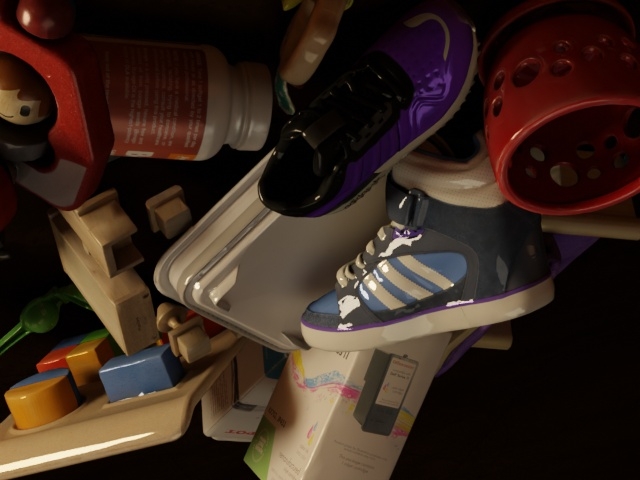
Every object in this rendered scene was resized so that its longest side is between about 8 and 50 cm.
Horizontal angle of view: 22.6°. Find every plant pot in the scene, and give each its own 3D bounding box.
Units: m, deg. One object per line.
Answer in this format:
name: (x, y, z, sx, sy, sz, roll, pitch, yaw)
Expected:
plant pot: (0.252, -0.147, 1.632, 0.191, 0.174, 0.191, -9, 146, -6)

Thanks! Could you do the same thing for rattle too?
rattle: (-0.054, -0.209, 1.555, 0.142, 0.130, 0.199, 6, 166, -18)

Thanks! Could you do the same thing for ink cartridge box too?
ink cartridge box: (0.045, 0.168, 2.044, 0.119, 0.354, 0.207, 23, -178, -22)
ink cartridge box: (-0.017, 0.182, 2.311, 0.223, 0.129, 0.307, 7, 151, -25)

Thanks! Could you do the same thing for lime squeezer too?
lime squeezer: (-0.346, 0.114, 2.129, 0.310, 0.110, 0.059, -15, 166, 20)

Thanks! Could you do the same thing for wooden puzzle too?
wooden puzzle: (-0.271, 0.174, 2.110, 0.322, 0.348, 0.081, -15, 108, 20)

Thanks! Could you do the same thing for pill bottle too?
pill bottle: (-0.164, -0.143, 1.630, 0.216, 0.121, 0.121, 3, 152, -17)

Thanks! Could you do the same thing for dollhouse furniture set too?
dollhouse furniture set: (-0.133, -0.039, 1.946, 0.355, 0.174, 0.303, -30, 146, -18)

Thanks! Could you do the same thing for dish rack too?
dish rack: (0.000, 0.000, 1.864, 0.333, 0.072, 0.285, -44, 141, 12)

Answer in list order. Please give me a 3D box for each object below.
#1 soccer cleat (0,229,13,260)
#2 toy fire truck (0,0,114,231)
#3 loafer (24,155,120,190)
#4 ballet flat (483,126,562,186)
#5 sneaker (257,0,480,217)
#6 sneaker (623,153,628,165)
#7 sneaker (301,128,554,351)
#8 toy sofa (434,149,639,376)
soccer cleat: (-0.446, -0.046, 1.775, 0.143, 0.116, 0.331, -8, 154, 2)
toy fire truck: (-0.319, -0.161, 1.430, 0.302, 0.169, 0.254, 32, 138, 4)
loafer: (-0.277, -0.107, 1.766, 0.170, 0.062, 0.061, -25, 126, 28)
ballet flat: (0.219, -0.046, 1.833, 0.107, 0.106, 0.316, -17, 143, -35)
sneaker: (0.040, -0.122, 1.619, 0.293, 0.102, 0.146, -50, 161, 27)
sneaker: (0.453, -0.070, 1.959, 0.188, 0.078, 0.067, 8, 151, -27)
sneaker: (0.092, -0.016, 1.777, 0.322, 0.236, 0.130, -12, -167, 32)
toy sofa: (0.251, 0.041, 2.032, 0.150, 0.177, 0.362, 5, 152, -22)
